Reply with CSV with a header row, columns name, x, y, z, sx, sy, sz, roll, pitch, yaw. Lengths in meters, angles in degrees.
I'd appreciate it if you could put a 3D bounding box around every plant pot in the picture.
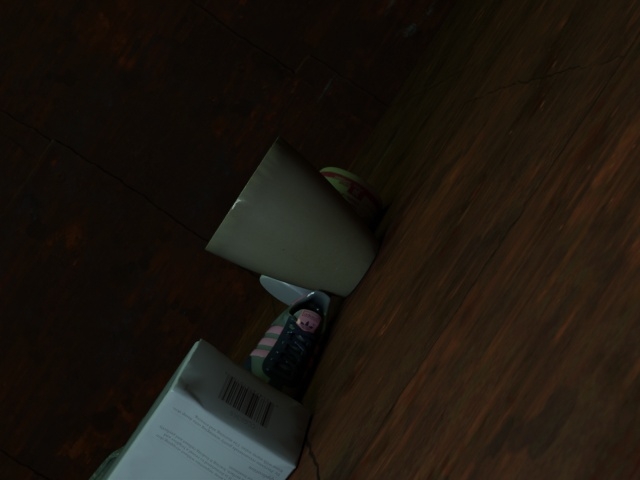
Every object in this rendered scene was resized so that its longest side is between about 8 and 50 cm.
name,x,y,z,sx,sy,sz,roll,pitch,yaw
plant pot,-0.034,-0.018,1.881,0.256,0.274,0.256,-57,5,8

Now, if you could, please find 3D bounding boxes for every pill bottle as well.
name,x,y,z,sx,sy,sz,roll,pitch,yaw
pill bottle,0.000,0.000,2.096,0.283,0.160,0.160,-59,6,-19

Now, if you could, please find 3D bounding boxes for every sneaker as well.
name,x,y,z,sx,sy,sz,roll,pitch,yaw
sneaker,-0.056,0.188,1.741,0.131,0.112,0.319,-58,5,25

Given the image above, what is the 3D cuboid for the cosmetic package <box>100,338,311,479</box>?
name,x,y,z,sx,sy,sz,roll,pitch,yaw
cosmetic package,-0.208,0.369,1.496,0.385,0.217,0.156,-52,7,24

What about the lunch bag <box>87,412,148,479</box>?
name,x,y,z,sx,sy,sz,roll,pitch,yaw
lunch bag,-0.273,0.429,1.870,0.256,0.212,0.305,-40,-6,-39
